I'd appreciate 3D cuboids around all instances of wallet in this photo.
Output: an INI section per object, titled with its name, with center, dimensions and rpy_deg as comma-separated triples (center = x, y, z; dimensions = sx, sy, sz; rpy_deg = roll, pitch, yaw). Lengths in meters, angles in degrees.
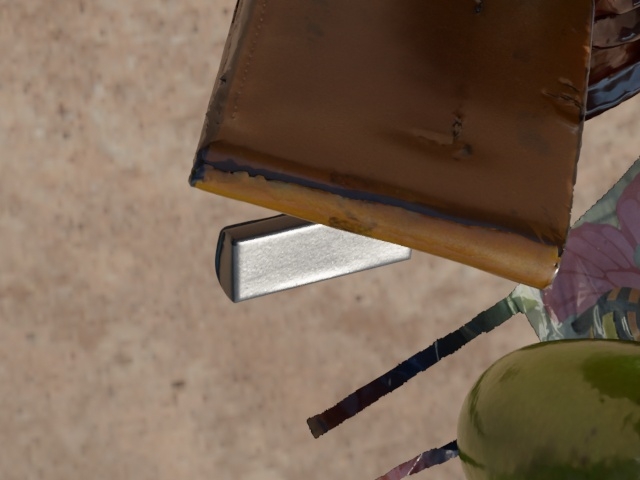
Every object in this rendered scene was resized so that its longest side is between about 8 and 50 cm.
[wallet]
center = 0.036, -0.063, 0.855
dimensions = 0.161, 0.195, 0.042
rpy_deg = 14, 132, -3

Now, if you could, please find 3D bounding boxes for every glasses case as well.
[glasses case]
center = -0.001, 0.000, 1.740
dimensions = 0.191, 0.042, 0.072
rpy_deg = -13, 133, -27

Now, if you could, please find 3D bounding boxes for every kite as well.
[kite]
center = 0.167, 0.084, 1.242
dimensions = 0.360, 0.204, 0.022
rpy_deg = -31, -177, -25

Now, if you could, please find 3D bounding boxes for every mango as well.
[mango]
center = 0.188, 0.138, 1.080
dimensions = 0.149, 0.273, 0.185
rpy_deg = -54, 151, -19

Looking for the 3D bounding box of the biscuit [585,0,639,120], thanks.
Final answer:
[biscuit]
center = 0.205, -0.214, 1.052
dimensions = 0.407, 0.091, 0.407
rpy_deg = -34, 156, -17
